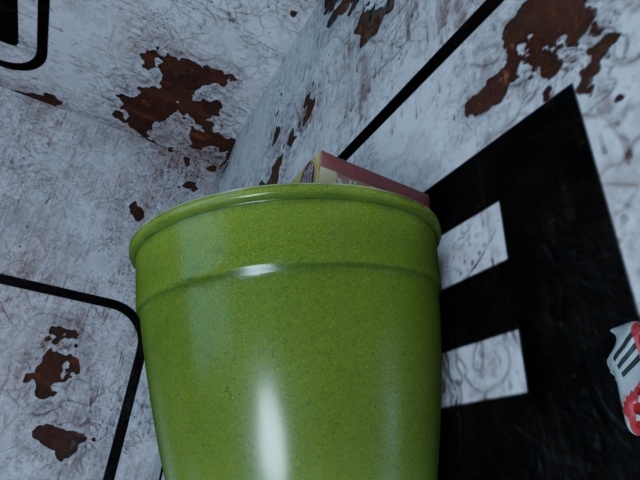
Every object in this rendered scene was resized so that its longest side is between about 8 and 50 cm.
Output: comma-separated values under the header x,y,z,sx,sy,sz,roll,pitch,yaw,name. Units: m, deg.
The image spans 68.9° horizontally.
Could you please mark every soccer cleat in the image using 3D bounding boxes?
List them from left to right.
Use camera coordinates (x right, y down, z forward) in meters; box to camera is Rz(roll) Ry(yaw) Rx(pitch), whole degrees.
x,y,z,sx,sy,sz,roll,pitch,yaw,name
0.233,0.102,0.350,0.035,0.029,0.083,142,144,-66,soccer cleat

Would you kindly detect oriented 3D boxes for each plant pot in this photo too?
x,y,z,sx,sy,sz,roll,pitch,yaw,name
-0.024,0.180,0.509,0.366,0.366,0.353,-36,53,53,plant pot

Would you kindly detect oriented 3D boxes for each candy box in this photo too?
x,y,z,sx,sy,sz,roll,pitch,yaw,name
0.000,0.000,0.738,0.316,0.182,0.088,-36,42,53,candy box
